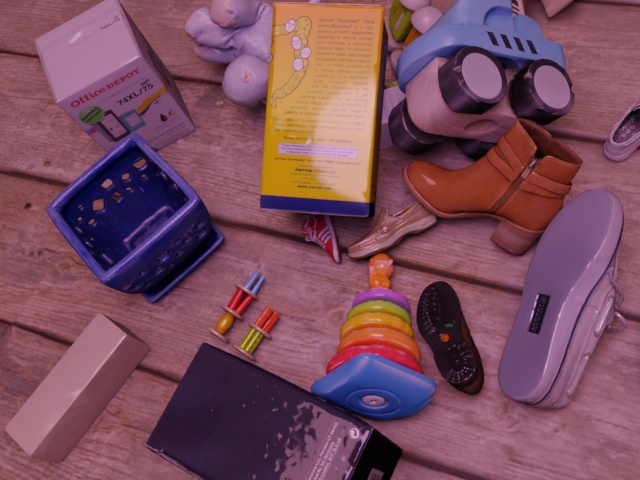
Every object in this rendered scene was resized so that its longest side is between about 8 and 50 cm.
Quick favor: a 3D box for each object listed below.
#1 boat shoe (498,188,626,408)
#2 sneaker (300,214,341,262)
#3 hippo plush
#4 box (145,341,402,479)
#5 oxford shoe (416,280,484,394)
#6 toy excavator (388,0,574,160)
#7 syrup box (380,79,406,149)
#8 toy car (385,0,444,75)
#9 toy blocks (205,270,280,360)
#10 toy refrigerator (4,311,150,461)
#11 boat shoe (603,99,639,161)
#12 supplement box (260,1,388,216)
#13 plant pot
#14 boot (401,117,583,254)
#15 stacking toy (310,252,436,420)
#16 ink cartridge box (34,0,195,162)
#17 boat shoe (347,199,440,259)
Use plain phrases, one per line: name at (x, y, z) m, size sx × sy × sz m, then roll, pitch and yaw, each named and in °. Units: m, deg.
boat shoe at (0.429, 0.107, 1.080) m, size 0.135 × 0.156 × 0.367 m, roll 11°, pitch 79°, yaw 62°
sneaker at (0.000, 0.000, 1.298) m, size 0.067 × 0.042 × 0.119 m, roll -17°, pitch 56°, yaw 3°
hippo plush at (-0.141, -0.387, 1.451) m, size 0.294 × 0.234 × 0.237 m, roll -8°, pitch 79°, yaw -34°
box at (-0.055, 0.321, 1.027) m, size 0.294 × 0.296 × 0.183 m, roll 21°, pitch 74°, yaw 22°
oxford shoe at (0.225, 0.170, 1.147) m, size 0.082 × 0.096 × 0.227 m, roll -25°, pitch 43°, yaw 18°
toy excavator at (0.340, -0.393, 1.247) m, size 0.432 × 0.222 × 0.446 m, roll 3°, pitch 74°, yaw -23°
syrup box at (0.102, -0.244, 1.350) m, size 0.236 × 0.096 × 0.093 m, roll -14°, pitch 64°, yaw 8°
toy car at (0.214, -0.441, 1.396) m, size 0.136 × 0.159 × 0.182 m, roll -6°, pitch 59°, yaw -26°
toy blocks at (-0.132, 0.138, 1.266) m, size 0.123 × 0.054 × 0.148 m, roll 28°, pitch 76°, yaw 25°
toy refrigerator at (-0.462, 0.278, 1.265) m, size 0.094 × 0.102 × 0.270 m, roll 31°, pitch 78°, yaw 25°
boat shoe at (0.596, -0.229, 1.229) m, size 0.184 × 0.063 × 0.066 m, roll -40°, pitch 63°, yaw -4°
supplement box at (0.012, -0.225, 1.205) m, size 0.195 × 0.194 × 0.357 m, roll 5°, pitch 92°, yaw 8°
plant pot at (-0.347, -0.029, 1.308) m, size 0.236 × 0.212 × 0.236 m, roll -43°, pitch 63°, yaw -6°
boot at (0.292, -0.120, 1.155) m, size 0.283 × 0.220 × 0.109 m, roll 37°, pitch 49°, yaw 18°
stacking toy at (0.101, 0.147, 1.161) m, size 0.175 × 0.165 × 0.302 m, roll -43°, pitch 30°, yaw 43°
ink cartridge box at (-0.439, -0.335, 1.436) m, size 0.198 × 0.270 × 0.197 m, roll -28°, pitch 63°, yaw 2°
boat shoe at (0.129, -0.030, 1.253) m, size 0.190 × 0.068 × 0.072 m, roll -27°, pitch 101°, yaw -7°
